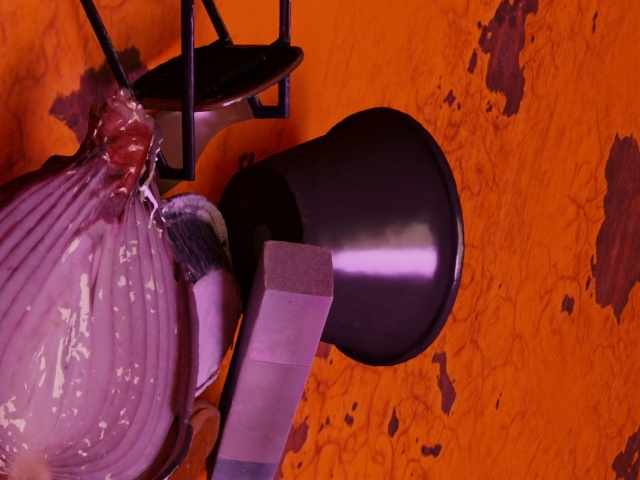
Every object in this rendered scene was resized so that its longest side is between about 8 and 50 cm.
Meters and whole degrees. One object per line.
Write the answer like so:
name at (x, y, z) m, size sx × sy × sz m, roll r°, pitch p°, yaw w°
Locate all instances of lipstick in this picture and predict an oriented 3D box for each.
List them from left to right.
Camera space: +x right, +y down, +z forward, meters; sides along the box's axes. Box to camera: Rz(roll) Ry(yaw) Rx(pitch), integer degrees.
lipstick at (-0.053, 0.131, 1.552) m, size 0.317 × 0.068 × 0.066 m, roll 107°, pitch -13°, yaw -45°

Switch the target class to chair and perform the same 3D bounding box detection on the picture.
chair at (-0.108, -0.153, 1.453) m, size 0.159 × 0.172 × 0.247 m, roll -39°, pitch 123°, yaw -48°

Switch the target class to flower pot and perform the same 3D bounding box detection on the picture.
flower pot at (0.000, 0.000, 1.615) m, size 0.166 × 0.269 × 0.269 m, roll -3°, pitch 103°, yaw -34°

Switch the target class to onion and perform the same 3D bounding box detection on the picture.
onion at (-0.226, 0.053, 1.313) m, size 0.267 × 0.159 × 0.349 m, roll 35°, pitch 59°, yaw -35°

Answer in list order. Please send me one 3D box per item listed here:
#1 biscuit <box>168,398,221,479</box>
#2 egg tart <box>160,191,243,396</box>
biscuit at (-0.181, 0.310, 1.510) m, size 0.205 × 0.049 × 0.324 m, roll -26°, pitch 133°, yaw -71°
egg tart at (-0.142, 0.070, 1.488) m, size 0.234 × 0.094 × 0.234 m, roll -36°, pitch 138°, yaw -42°
